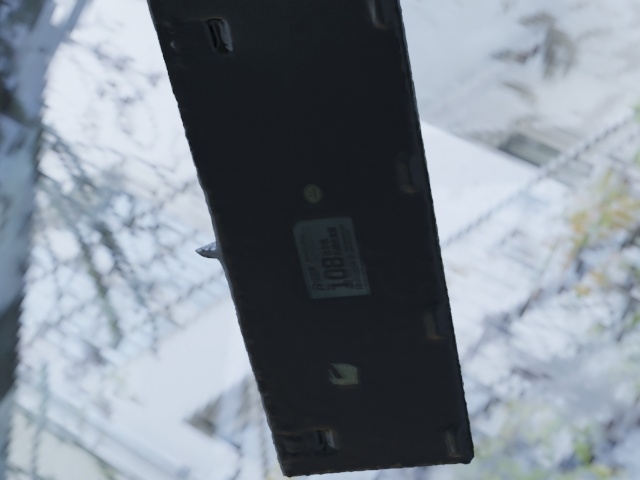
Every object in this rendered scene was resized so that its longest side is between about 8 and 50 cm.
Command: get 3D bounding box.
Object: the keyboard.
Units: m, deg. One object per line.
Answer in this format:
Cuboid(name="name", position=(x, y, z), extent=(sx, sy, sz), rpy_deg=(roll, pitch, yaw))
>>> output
Cuboid(name="keyboard", position=(0.000, 0.000, 0.833), extent=(0.317, 0.106, 0.027), rpy_deg=(78, -169, -48))
